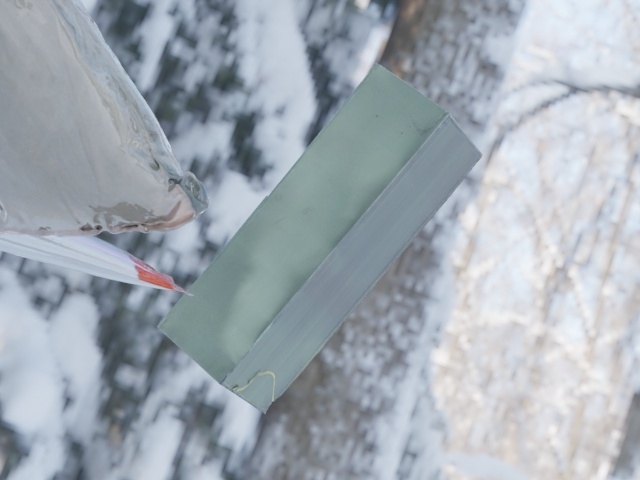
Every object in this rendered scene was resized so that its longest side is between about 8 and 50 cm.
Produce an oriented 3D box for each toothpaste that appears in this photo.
[{"bbox_3d":[-0.160,-0.005,0.952,0.190,0.031,0.048,20,2,-21],"label":"toothpaste"}]

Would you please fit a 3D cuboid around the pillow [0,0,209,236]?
[{"bbox_3d":[-0.172,-0.117,0.818,0.173,0.067,0.270,-6,-61,33],"label":"pillow"}]

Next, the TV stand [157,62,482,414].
[{"bbox_3d":[0.000,0.000,1.382,0.088,0.269,0.083,40,-2,35],"label":"TV stand"}]
